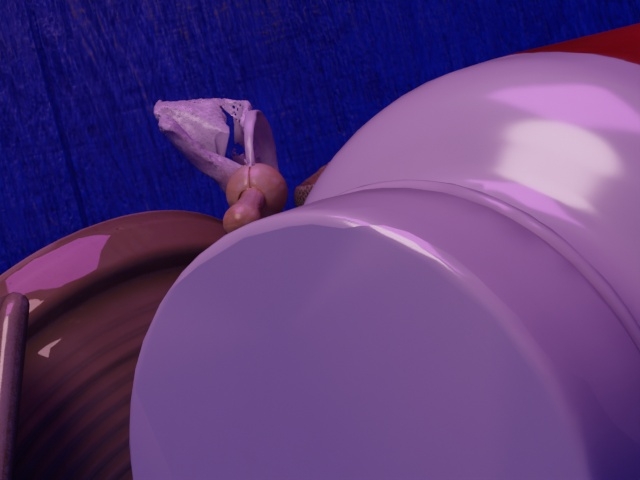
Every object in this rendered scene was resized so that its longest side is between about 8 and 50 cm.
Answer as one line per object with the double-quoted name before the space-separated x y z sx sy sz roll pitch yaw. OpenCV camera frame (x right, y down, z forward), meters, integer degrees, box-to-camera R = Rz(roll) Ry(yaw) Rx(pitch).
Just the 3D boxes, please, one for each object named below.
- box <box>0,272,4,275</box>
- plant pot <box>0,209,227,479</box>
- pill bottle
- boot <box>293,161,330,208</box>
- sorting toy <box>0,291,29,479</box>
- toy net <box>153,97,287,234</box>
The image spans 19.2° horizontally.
"box" -0.161 0.107 1.113 0.077 0.180 0.147 -15 4 -31
"plant pot" -0.083 0.112 0.868 0.237 0.237 0.110 -17 44 -38
"pill bottle" 0.132 0.034 0.688 0.229 0.229 0.408 -11 5 41
"boot" 0.081 0.038 1.031 0.095 0.203 0.262 -12 3 34
"sorting toy" -0.203 0.096 0.787 0.229 0.307 0.041 -14 -28 32
"toy net" 0.000 0.000 0.871 0.045 0.232 0.122 -45 -41 9
